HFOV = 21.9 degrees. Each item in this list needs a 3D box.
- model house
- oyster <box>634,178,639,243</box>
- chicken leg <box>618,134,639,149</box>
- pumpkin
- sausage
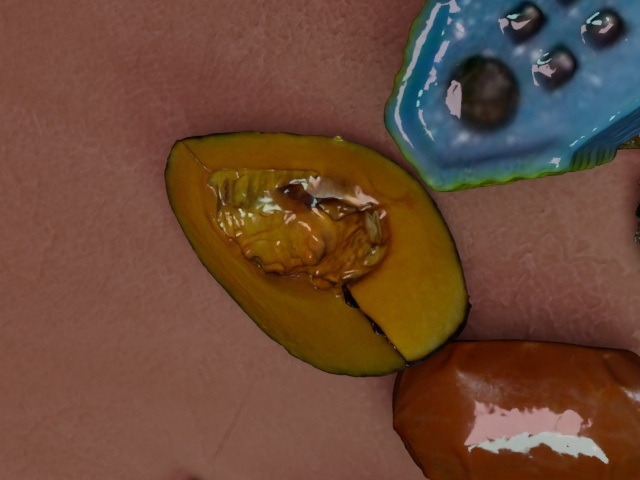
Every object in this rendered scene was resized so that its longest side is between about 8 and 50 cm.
[{"bbox_3d":[0.201,-0.152,1.479,0.303,0.237,0.215,-43,79,19],"label":"model house"},{"bbox_3d":[0.353,-0.005,1.594,0.103,0.051,0.148,-26,109,3],"label":"oyster"},{"bbox_3d":[0.330,-0.118,1.583,0.178,0.070,0.093,-12,95,15],"label":"chicken leg"},{"bbox_3d":[0.000,0.000,1.602,0.312,0.148,0.169,45,52,3],"label":"pumpkin"},{"bbox_3d":[0.201,0.166,1.570,0.268,0.153,0.141,4,86,3],"label":"sausage"}]
